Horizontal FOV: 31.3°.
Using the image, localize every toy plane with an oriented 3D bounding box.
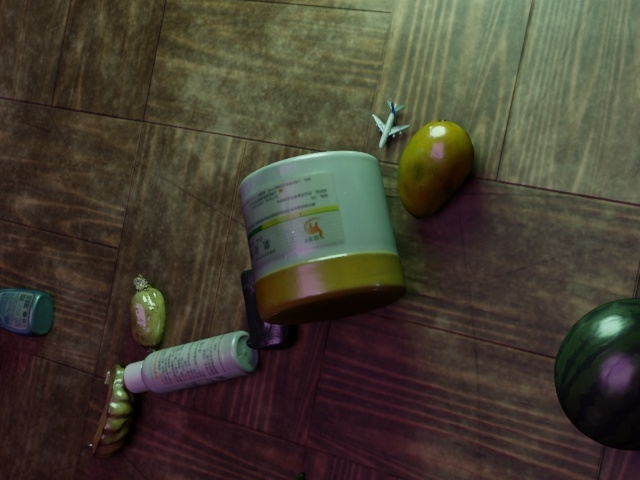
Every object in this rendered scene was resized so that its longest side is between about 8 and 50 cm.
[{"bbox_3d":[0.114,-0.190,1.903,0.078,0.024,0.084,20,103,31],"label":"toy plane"}]

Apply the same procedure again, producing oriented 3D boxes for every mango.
[{"bbox_3d":[0.176,-0.117,1.821,0.163,0.089,0.111,-48,65,28],"label":"mango"}]

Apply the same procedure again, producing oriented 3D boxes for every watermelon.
[{"bbox_3d":[0.426,0.186,1.572,0.212,0.212,0.212,-3,84,31],"label":"watermelon"}]

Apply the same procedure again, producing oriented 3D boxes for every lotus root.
[{"bbox_3d":[-0.322,0.136,2.121,0.072,0.063,0.152,-15,81,40],"label":"lotus root"}]

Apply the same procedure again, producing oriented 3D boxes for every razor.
[{"bbox_3d":[-0.089,0.118,1.982,0.090,0.054,0.148,-12,81,30],"label":"razor"}]

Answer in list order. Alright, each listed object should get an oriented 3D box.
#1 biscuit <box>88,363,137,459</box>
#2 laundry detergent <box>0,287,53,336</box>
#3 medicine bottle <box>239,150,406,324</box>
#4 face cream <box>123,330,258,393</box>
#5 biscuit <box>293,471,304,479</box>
[{"bbox_3d":[-0.383,0.331,2.137,0.118,0.061,0.183,-147,73,-72],"label":"biscuit"},{"bbox_3d":[-0.634,0.140,2.311,0.206,0.061,0.097,6,91,32],"label":"laundry detergent"},{"bbox_3d":[0.000,0.000,1.831,0.238,0.238,0.232,-19,75,29],"label":"medicine bottle"},{"bbox_3d":[-0.239,0.225,2.050,0.269,0.082,0.082,-15,78,31],"label":"face cream"},{"bbox_3d":[-0.029,0.444,1.940,0.046,0.016,0.089,-37,68,23],"label":"biscuit"}]
